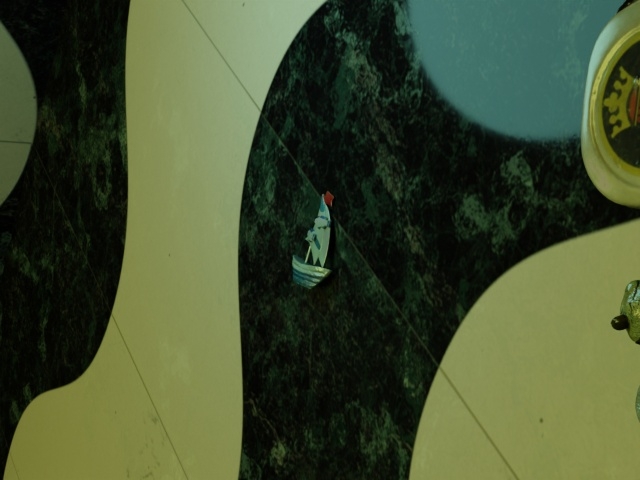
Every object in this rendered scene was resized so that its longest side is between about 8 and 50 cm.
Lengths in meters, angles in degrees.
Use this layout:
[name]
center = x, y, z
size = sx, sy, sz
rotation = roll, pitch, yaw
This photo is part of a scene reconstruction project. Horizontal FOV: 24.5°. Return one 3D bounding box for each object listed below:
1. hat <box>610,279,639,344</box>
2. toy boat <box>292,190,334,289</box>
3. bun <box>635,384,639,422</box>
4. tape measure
[hat]
center = 0.345, 0.076, 1.549
size = 0.077, 0.059, 0.076
rotation = 173, 103, -65
[toy boat]
center = 0.001, 0.010, 2.215
size = 0.149, 0.034, 0.105
rotation = -59, 35, 21
[bun]
center = 0.362, 0.170, 1.523
size = 0.083, 0.045, 0.083
rotation = 4, 95, 62
[tape measure]
center = 0.369, -0.160, 1.455
size = 0.231, 0.133, 0.271
rotation = 7, 93, 53
